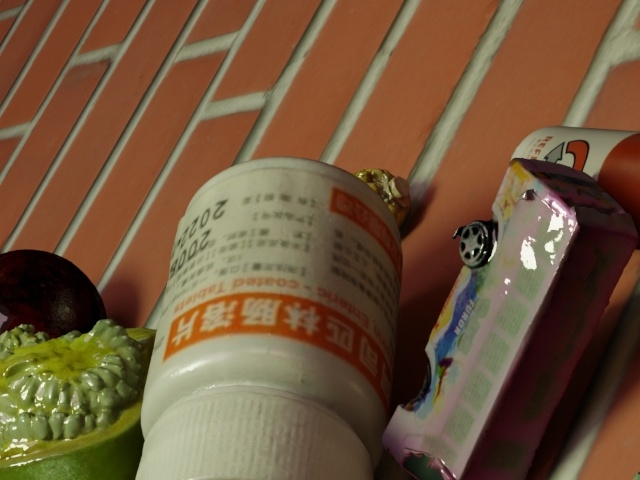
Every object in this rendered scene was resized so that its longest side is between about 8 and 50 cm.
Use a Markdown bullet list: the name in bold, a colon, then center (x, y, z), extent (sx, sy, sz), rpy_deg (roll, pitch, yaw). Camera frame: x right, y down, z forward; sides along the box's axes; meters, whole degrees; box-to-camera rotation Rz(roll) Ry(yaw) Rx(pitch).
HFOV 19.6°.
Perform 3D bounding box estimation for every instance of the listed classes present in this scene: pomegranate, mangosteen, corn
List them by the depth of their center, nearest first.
- **pomegranate**: center (-0.204, 0.193, 1.848), extent (0.341, 0.260, 0.260), rpy_deg (-7, 46, 20)
- **corn**: center (0.000, 0.000, 1.892), extent (0.238, 0.080, 0.080), rpy_deg (-35, 31, 33)
- **mangosteen**: center (-0.389, 0.108, 2.210), extent (0.235, 0.261, 0.235), rpy_deg (-40, 30, 30)

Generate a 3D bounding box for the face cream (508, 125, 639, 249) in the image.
- **face cream**: center (0.248, -0.042, 1.501), extent (0.096, 0.096, 0.214), rpy_deg (-59, 26, -10)

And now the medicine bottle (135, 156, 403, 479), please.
- **medicine bottle**: center (-0.043, 0.119, 1.597), extent (0.211, 0.211, 0.371), rpy_deg (-36, 31, 34)

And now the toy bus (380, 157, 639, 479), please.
- **toy bus**: center (0.144, 0.077, 1.455), extent (0.112, 0.090, 0.274), rpy_deg (49, 123, 50)

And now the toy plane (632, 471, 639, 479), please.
- **toy plane**: center (0.230, 0.196, 1.314), extent (0.080, 0.033, 0.083), rpy_deg (-33, 26, 39)
